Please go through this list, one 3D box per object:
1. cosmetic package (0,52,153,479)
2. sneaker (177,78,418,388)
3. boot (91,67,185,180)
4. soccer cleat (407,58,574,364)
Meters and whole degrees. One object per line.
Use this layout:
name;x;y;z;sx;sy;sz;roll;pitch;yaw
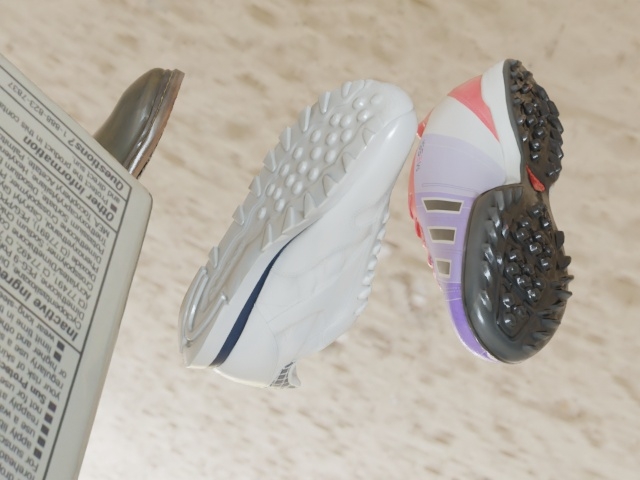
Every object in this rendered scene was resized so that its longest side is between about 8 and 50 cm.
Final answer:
cosmetic package;-0.165;0.063;0.407;0.129;0.296;0.153;-29;121;27
sneaker;0.000;0.000;0.893;0.095;0.090;0.235;23;122;-24
boot;-0.179;-0.036;0.877;0.106;0.219;0.082;34;-171;-9
soccer cleat;0.117;-0.014;1.066;0.116;0.318;0.108;-27;122;28
